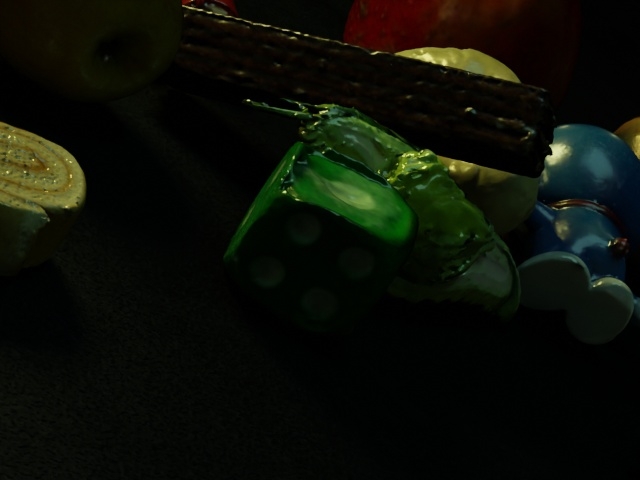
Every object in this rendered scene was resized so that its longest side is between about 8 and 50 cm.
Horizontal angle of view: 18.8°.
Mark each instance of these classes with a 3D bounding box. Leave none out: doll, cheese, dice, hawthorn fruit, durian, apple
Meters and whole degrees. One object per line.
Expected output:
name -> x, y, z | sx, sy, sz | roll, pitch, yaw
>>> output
doll -> 0.265, -0.004, 2.024 | 0.215, 0.161, 0.257 | 42, 36, -18
cheese -> 0.110, -0.095, 1.934 | 0.214, 0.117, 0.226 | -4, 44, -5
dice -> 0.000, 0.000, 1.649 | 0.128, 0.120, 0.131 | 32, 25, -8
hawthorn fruit -> 0.173, -0.247, 2.149 | 0.265, 0.307, 0.265 | 16, 44, -16
durian -> 0.076, -0.020, 1.765 | 0.375, 0.132, 0.106 | 42, 20, -34
apple -> -0.208, -0.205, 1.705 | 0.182, 0.182, 0.155 | 9, 41, -47

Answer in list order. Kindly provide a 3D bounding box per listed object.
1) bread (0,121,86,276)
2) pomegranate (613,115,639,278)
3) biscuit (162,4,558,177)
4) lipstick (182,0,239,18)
bread -> -0.249, -0.032, 1.433 | 0.149, 0.073, 0.122 | 20, 32, -28
pomegranate -> 0.402, -0.046, 2.222 | 0.209, 0.209, 0.209 | 29, 23, -14
biscuit -> 0.029, -0.142, 1.827 | 0.388, 0.073, 0.107 | 14, -6, 13
lipstick -> -0.131, -0.267, 2.060 | 0.080, 0.080, 0.241 | 26, 24, -22
